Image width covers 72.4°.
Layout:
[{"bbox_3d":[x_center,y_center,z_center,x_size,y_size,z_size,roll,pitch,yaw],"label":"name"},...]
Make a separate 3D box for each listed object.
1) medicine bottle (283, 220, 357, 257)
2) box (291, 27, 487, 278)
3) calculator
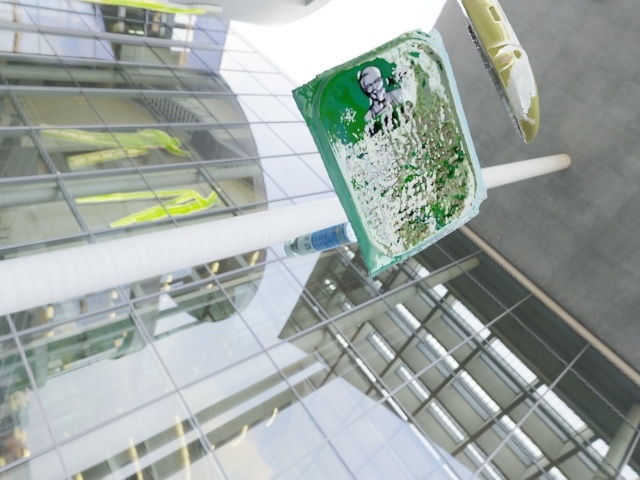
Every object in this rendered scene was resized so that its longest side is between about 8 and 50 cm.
[{"bbox_3d":[0.000,0.000,0.982,0.191,0.051,0.051,-16,-91,38],"label":"medicine bottle"},{"bbox_3d":[0.116,-0.145,0.737,0.336,0.264,0.106,65,-15,-20],"label":"box"},{"bbox_3d":[0.201,-0.192,0.482,0.033,0.237,0.157,-26,-107,24],"label":"calculator"}]
